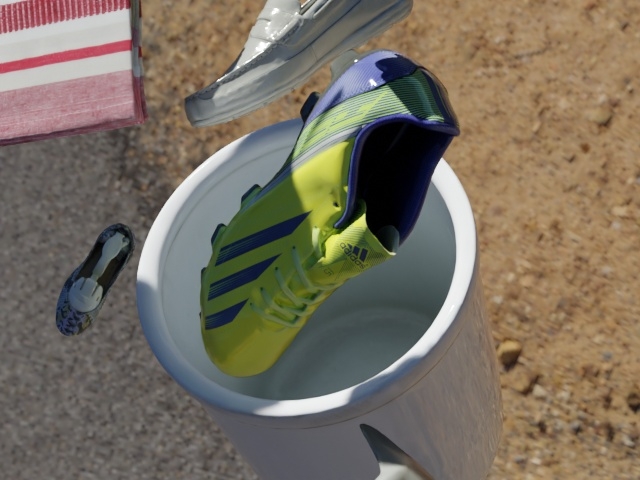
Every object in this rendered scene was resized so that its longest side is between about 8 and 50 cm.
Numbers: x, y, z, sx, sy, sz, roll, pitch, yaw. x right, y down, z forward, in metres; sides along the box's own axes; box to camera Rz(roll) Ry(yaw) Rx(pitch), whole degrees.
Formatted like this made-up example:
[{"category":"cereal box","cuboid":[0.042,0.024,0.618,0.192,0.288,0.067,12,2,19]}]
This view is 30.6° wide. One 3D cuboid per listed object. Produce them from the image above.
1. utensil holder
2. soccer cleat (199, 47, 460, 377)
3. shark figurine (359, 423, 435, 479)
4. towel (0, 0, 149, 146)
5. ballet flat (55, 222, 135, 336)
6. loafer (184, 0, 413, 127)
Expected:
[{"category":"utensil holder","cuboid":[0.023,0.112,1.239,0.327,0.385,0.327,-7,57,10]},{"category":"soccer cleat","cuboid":[-0.001,-0.001,0.841,0.289,0.093,0.121,-59,44,23]},{"category":"shark figurine","cuboid":[-0.019,0.235,0.790,0.116,0.166,0.278,15,68,28]},{"category":"towel","cuboid":[-0.310,-0.279,1.353,0.237,0.037,0.329,-5,84,23]},{"category":"ballet flat","cuboid":[-0.201,0.032,1.045,0.041,0.041,0.114,3,59,50]},{"category":"loafer","cuboid":[-0.036,-0.244,1.392,0.319,0.111,0.112,-36,14,-18]}]
